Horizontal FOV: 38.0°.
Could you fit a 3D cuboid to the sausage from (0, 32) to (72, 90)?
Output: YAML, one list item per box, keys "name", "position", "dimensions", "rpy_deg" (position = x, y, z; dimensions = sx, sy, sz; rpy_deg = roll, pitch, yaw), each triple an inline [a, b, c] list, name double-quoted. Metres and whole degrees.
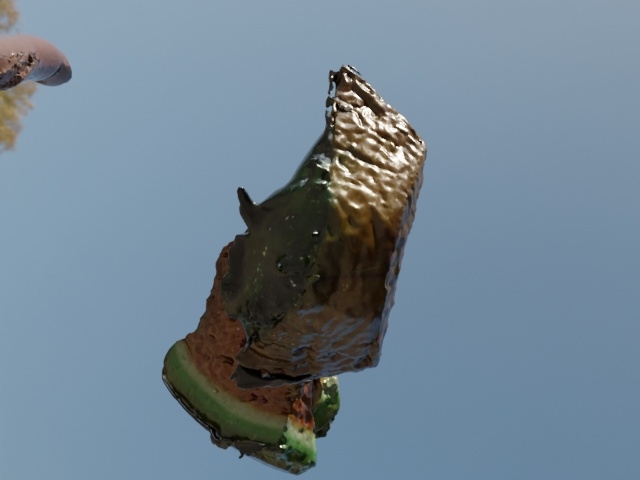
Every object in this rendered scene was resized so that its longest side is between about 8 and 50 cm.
- name: "sausage"
  position: [-0.394, -0.231, 1.202]
  dimensions: [0.078, 0.304, 0.078]
  rpy_deg: [1, -78, 5]

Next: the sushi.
- name: "sushi"
  position: [0.001, 0.000, 0.767]
  dimensions: [0.140, 0.149, 0.287]
  rpy_deg: [15, -78, 14]

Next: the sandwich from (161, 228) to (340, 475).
- name: "sandwich"
  position: [-0.048, 0.112, 1.143]
  dimensions: [0.250, 0.162, 0.301]
  rpy_deg: [17, -94, 43]
